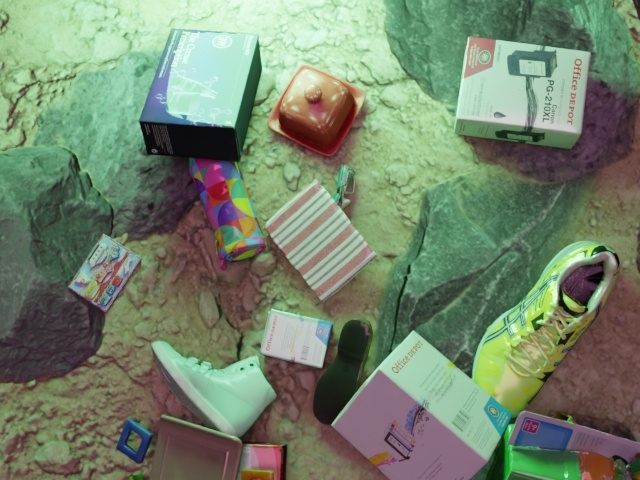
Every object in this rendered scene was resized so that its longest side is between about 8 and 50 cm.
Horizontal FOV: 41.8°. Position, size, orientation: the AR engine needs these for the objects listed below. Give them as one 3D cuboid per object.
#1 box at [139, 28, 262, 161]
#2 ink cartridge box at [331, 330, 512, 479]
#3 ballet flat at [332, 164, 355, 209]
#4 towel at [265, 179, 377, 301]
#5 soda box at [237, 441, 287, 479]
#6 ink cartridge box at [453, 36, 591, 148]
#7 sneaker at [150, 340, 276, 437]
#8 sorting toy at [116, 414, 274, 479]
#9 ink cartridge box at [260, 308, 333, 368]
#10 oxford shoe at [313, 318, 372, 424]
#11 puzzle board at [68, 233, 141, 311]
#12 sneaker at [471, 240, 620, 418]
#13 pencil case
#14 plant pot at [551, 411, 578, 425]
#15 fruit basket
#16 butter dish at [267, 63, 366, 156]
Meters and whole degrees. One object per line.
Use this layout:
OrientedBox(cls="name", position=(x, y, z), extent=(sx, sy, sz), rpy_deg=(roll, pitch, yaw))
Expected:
OrientedBox(cls="box", position=(-0.225, -0.286, 1.628), extent=(0.184, 0.103, 0.261), rpy_deg=(6, 54, 3))
OrientedBox(cls="ink cartridge box", position=(0.177, 0.314, 1.462), extent=(0.232, 0.171, 0.168), rpy_deg=(41, 121, 11))
OrientedBox(cls="ballet flat", position=(0.044, -0.091, 1.649), extent=(0.041, 0.041, 0.114), rpy_deg=(16, 81, 7))
OrientedBox(cls="towel", position=(0.000, 0.000, 1.623), extent=(0.144, 0.029, 0.197), rpy_deg=(-40, 81, 13))
OrientedBox(cls="soda box", position=(-0.114, 0.502, 1.522), extent=(0.092, 0.083, 0.263), rpy_deg=(1, 78, 5))
OrientedBox(cls="ink cartridge box", position=(0.389, -0.285, 1.626), extent=(0.237, 0.100, 0.172), rpy_deg=(8, 80, 6))
OrientedBox(cls="sneaker", position=(-0.198, 0.253, 1.585), extent=(0.151, 0.094, 0.256), rpy_deg=(-38, 64, -25))
OrientedBox(cls="sorting toy", position=(-0.223, 0.428, 1.513), extent=(0.347, 0.047, 0.196), rpy_deg=(10, 92, 28))
OrientedBox(cls="ink cartridge box", position=(-0.045, 0.188, 1.593), extent=(0.122, 0.052, 0.089), rpy_deg=(13, 80, 6))
OrientedBox(cls="oxford shoe", position=(0.051, 0.246, 1.569), extent=(0.076, 0.076, 0.212), rpy_deg=(26, 98, 17))
OrientedBox(cls="puzzle board", position=(-0.430, 0.064, 1.670), extent=(0.096, 0.011, 0.128), rpy_deg=(31, 82, 10))
OrientedBox(cls="sneaker", position=(0.400, 0.152, 1.517), extent=(0.145, 0.147, 0.385), rpy_deg=(33, 85, 8))
OrientedBox(cls="pencil case", position=(-0.185, -0.069, 1.633), extent=(0.104, 0.104, 0.236), rpy_deg=(-19, 77, 1))
OrientedBox(cls="plant pot", position=(0.439, 0.369, 1.507), extent=(0.081, 0.081, 0.083), rpy_deg=(-44, 87, -4))
OrientedBox(cls="fruit basket", position=(0.452, 0.452, 1.393), extent=(0.352, 0.165, 0.327), rpy_deg=(18, 123, 7))
OrientedBox(cls="butter dish", position=(-0.011, -0.271, 1.647), extent=(0.160, 0.118, 0.160), rpy_deg=(28, 83, 9))
